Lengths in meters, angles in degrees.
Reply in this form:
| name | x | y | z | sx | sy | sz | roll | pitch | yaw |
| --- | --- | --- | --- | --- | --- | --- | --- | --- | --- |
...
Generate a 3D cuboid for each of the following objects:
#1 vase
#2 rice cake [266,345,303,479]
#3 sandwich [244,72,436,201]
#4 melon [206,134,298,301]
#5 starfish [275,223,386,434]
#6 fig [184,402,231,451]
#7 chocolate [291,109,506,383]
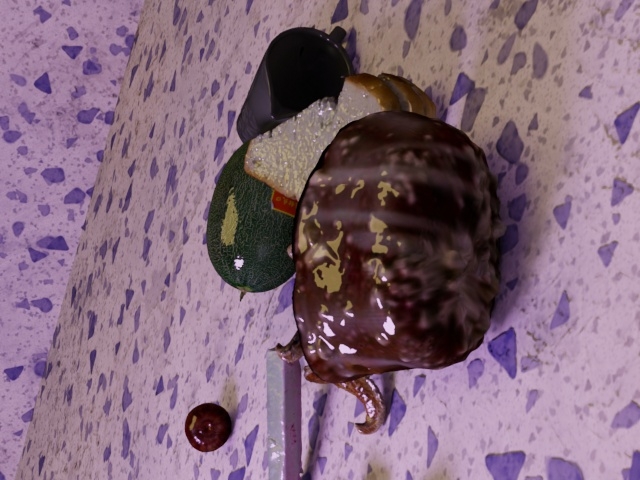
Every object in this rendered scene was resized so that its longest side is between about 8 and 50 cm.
| name | x | y | z | sx | sy | sz | roll | pitch | yaw |
| --- | --- | --- | --- | --- | --- | --- | --- | --- | --- |
| vase | -0.052 | -0.251 | 1.908 | 0.251 | 0.156 | 0.301 | -54 | 7 | -23 |
| rice cake | -0.047 | 0.292 | 1.655 | 0.051 | 0.081 | 0.290 | 2 | 93 | 23 |
| sandwich | 0.025 | -0.145 | 1.612 | 0.288 | 0.099 | 0.254 | 37 | 121 | 39 |
| melon | -0.096 | -0.035 | 1.828 | 0.182 | 0.182 | 0.288 | -12 | 61 | 64 |
| starfish | 0.004 | 0.119 | 1.522 | 0.303 | 0.113 | 0.312 | -6 | -99 | -87 |
| fig | -0.203 | 0.340 | 2.020 | 0.125 | 0.089 | 0.089 | 108 | 171 | -80 |
| chocolate | 0.110 | 0.008 | 1.323 | 0.210 | 0.225 | 0.340 | -5 | 73 | 52 |
